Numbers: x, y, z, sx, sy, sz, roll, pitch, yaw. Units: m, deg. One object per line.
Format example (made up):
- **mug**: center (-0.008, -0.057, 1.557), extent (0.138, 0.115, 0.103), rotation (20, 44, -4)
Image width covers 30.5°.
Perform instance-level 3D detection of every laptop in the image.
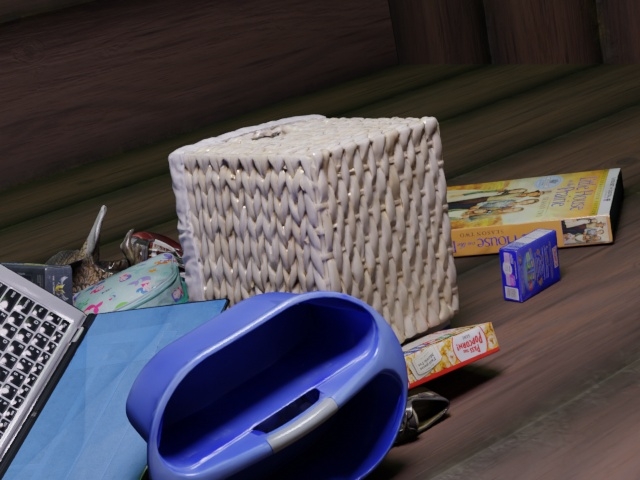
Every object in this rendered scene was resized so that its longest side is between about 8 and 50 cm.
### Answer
- **laptop**: center (-0.400, 0.162, 1.531), extent (0.236, 0.408, 0.382), rotation (-49, 13, 47)

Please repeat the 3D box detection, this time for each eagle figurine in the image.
- **eagle figurine**: center (-0.439, 0.103, 2.049), extent (0.298, 0.226, 0.225), rotation (-19, 55, -9)

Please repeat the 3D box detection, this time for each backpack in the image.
- **backpack**: center (-0.269, 0.147, 1.829), extent (0.225, 0.191, 0.253), rotation (-25, 27, -4)

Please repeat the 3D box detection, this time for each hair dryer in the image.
- **hair dryer**: center (-0.285, 0.052, 2.325), extent (0.224, 0.080, 0.293), rotation (25, 4, -13)

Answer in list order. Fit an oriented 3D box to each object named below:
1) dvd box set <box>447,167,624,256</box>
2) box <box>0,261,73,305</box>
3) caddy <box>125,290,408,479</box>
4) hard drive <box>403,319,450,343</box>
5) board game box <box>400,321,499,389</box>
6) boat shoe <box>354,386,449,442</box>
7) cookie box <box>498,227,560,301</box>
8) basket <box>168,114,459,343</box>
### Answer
- **dvd box set**: center (0.360, -0.050, 2.263), extent (0.420, 0.062, 0.307), rotation (-5, 18, 21)
- **box**: center (-0.466, 0.152, 1.838), extent (0.183, 0.232, 0.059), rotation (0, 3, 36)
- **caddy**: center (-0.057, 0.199, 1.367), extent (0.341, 0.241, 0.179), rotation (-31, 18, -24)
- **hard drive**: center (0.020, 0.171, 1.790), extent (0.210, 0.040, 0.319), rotation (4, 23, 43)
- **board game box**: center (0.128, 0.167, 1.626), extent (0.193, 0.045, 0.147), rotation (-18, 0, -34)
- **boat shoe**: center (0.106, 0.228, 1.512), extent (0.049, 0.056, 0.152), rotation (-2, 18, 47)
- **cookie box**: center (0.343, 0.039, 1.921), extent (0.107, 0.091, 0.040), rotation (-24, 23, -38)
- **basket**: center (0.000, 0.000, 1.690), extent (0.266, 0.331, 0.328), rotation (4, 16, 39)
